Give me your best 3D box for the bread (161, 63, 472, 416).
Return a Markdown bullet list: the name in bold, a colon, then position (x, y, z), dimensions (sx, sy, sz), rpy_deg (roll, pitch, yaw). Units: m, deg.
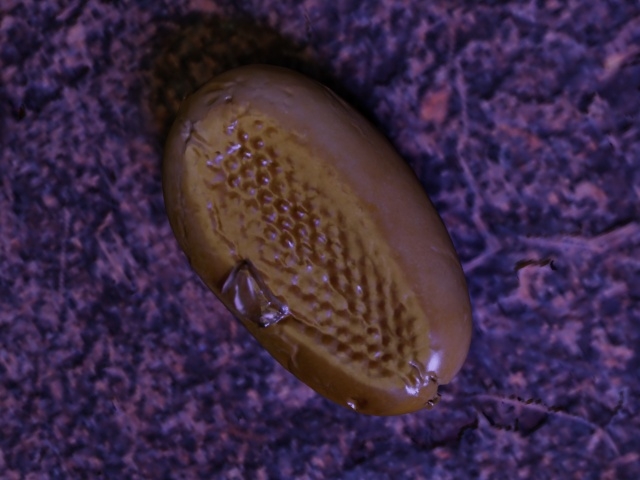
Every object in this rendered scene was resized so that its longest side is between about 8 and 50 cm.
- **bread**: position (0.000, 0.000, 0.883), dimensions (0.114, 0.077, 0.189), rpy_deg (-38, 90, 7)
